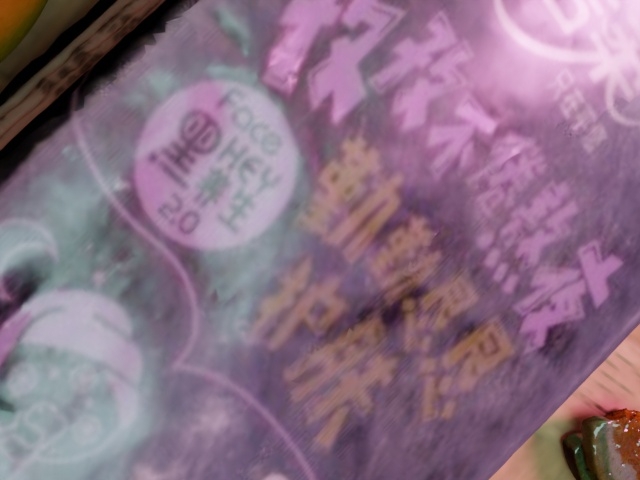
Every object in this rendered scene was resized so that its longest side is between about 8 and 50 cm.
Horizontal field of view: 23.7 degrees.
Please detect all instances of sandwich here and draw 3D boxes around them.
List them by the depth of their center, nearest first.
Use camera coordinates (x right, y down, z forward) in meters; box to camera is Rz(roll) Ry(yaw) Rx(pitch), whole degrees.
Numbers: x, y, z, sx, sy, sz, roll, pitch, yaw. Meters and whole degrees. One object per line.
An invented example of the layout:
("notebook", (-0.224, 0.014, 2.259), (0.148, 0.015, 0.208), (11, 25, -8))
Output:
("sandwich", (0.187, 0.121, 0.796), (0.135, 0.029, 0.067), (8, 106, -21))

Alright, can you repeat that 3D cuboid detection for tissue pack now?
("tissue pack", (0.000, 0.000, 0.620), (0.361, 0.122, 0.259), (-46, 119, -11))

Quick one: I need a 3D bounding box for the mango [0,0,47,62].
("mango", (-0.203, -0.095, 0.558), (0.227, 0.099, 0.136), (-22, 121, -1))
